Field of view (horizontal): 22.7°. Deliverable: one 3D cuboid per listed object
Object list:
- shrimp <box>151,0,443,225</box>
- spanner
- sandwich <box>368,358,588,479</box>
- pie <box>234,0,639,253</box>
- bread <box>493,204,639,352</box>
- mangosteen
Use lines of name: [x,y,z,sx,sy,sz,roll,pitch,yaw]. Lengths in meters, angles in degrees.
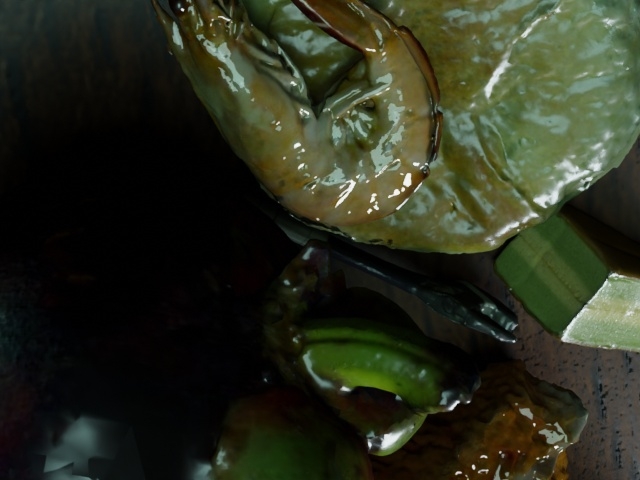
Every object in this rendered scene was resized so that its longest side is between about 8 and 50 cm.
shrimp: [-0.011,-0.102,0.966,0.133,0.053,0.236,-29,120,20]
spanner: [0.000,0.000,1.088,0.316,0.087,0.024,25,101,-12]
sandwich: [0.065,0.203,1.134,0.301,0.162,0.250,-42,80,-3]
pie: [0.072,-0.116,1.027,0.306,0.071,0.306,0,121,1]
bread: [0.206,0.028,1.149,0.139,0.084,0.074,9,123,-44]
mangosteen: [-0.093,0.094,0.961,0.359,0.306,0.306,-18,124,42]
